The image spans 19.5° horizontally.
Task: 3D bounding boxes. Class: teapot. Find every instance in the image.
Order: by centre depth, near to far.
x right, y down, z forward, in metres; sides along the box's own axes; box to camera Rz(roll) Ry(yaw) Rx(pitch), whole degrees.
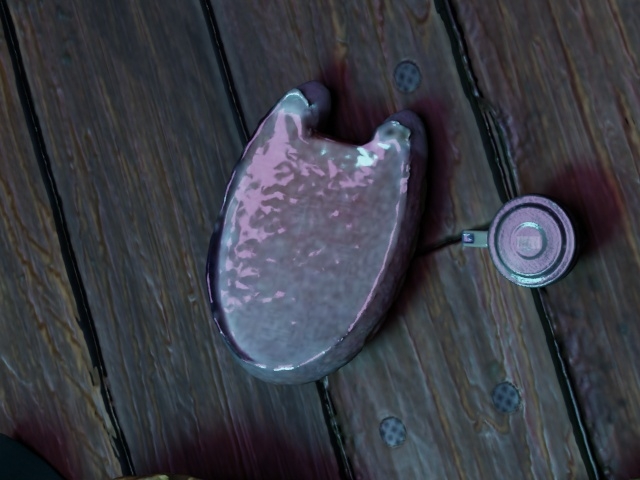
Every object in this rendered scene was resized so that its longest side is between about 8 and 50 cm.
[{"bbox_3d":[0.147,-0.001,1.318,0.088,0.057,0.066,2,92,28],"label":"teapot"}]

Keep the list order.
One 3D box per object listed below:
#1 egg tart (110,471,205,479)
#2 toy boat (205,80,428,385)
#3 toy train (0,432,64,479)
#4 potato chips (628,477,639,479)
[{"bbox_3d":[-0.109,0.365,1.389,0.388,0.169,0.387,3,100,16],"label":"egg tart"},{"bbox_3d":[0.000,0.000,1.405,0.155,0.085,0.227,19,91,20],"label":"toy boat"},{"bbox_3d":[-0.333,0.310,1.548,0.120,0.194,0.298,36,113,14],"label":"toy train"},{"bbox_3d":[0.263,0.359,1.230,0.429,0.070,0.358,38,124,23],"label":"potato chips"}]
